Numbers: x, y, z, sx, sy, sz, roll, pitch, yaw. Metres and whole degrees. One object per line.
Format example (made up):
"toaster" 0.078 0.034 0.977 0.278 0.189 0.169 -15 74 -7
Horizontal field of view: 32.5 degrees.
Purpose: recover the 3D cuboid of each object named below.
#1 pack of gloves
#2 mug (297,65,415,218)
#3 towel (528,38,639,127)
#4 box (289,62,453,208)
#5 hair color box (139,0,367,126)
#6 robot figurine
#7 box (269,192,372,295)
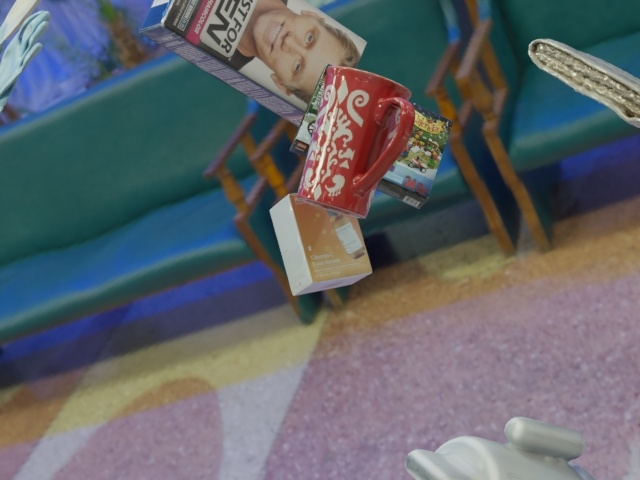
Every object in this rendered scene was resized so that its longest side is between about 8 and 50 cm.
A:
"pack of gloves" -0.413 -0.224 1.368 0.232 0.046 0.195 -51 34 21
"mug" 0.039 -0.121 1.365 0.150 0.113 0.169 -175 102 -82
"towel" 0.426 -0.184 1.466 0.282 0.187 0.049 40 111 38
"box" 0.085 -0.170 1.782 0.044 0.233 0.159 125 167 -62
"hair color box" -0.106 -0.340 1.831 0.105 0.347 0.174 7 72 59
"robot figurine" 0.269 0.394 1.545 0.300 0.353 0.200 -68 27 8
"box" 0.000 0.000 2.009 0.130 0.171 0.091 -11 -12 -28
